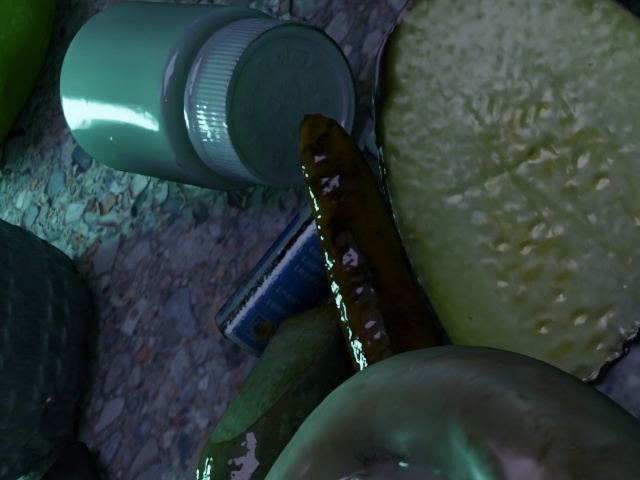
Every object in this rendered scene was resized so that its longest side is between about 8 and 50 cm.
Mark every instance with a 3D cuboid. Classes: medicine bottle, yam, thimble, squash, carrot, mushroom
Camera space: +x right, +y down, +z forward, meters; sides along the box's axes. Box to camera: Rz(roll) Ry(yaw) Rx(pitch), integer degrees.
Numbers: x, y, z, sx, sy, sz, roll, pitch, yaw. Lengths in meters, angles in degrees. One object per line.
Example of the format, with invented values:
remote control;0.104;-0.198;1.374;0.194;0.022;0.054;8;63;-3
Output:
medicine bottle;-0.089;-0.111;1.329;0.225;0.139;0.139;12;77;51
yam;-0.030;0.155;1.136;0.106;0.106;0.259;-19;55;40
medicine bottle;0.000;0.000;1.234;0.191;0.051;0.051;-50;40;13
thimble;-0.298;0.084;1.423;0.205;0.172;0.236;-49;37;19
squash;0.120;-0.043;1.049;0.237;0.155;0.204;-46;39;17
carrot;0.038;0.035;1.122;0.066;0.066;0.314;-38;55;27
mushroom;0.043;0.192;0.871;0.297;0.290;0.298;-18;65;42

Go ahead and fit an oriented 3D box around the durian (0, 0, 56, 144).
durian;-0.361;-0.201;1.662;0.256;0.204;0.340;-46;48;40

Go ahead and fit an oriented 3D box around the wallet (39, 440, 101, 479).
wallet;-0.176;0.264;1.287;0.124;0.025;0.244;-51;38;12
